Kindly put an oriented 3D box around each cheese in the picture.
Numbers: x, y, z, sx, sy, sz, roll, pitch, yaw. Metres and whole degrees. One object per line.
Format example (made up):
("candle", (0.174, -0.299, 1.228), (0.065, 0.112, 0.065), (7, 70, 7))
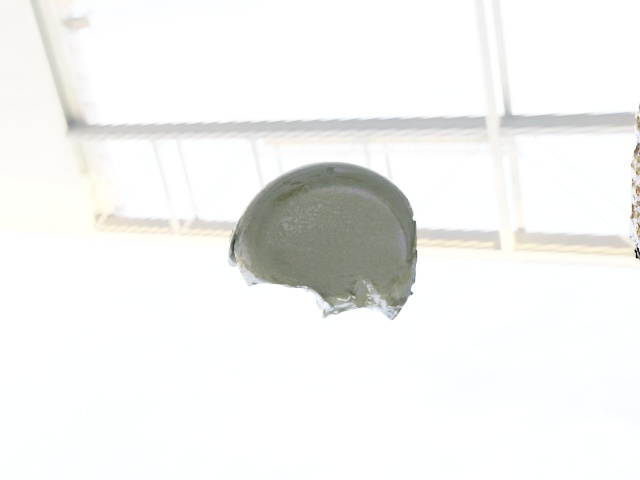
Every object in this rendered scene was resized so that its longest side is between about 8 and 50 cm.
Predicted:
("cheese", (0.000, 0.000, 1.091), (0.202, 0.175, 0.091), (1, 176, -7))

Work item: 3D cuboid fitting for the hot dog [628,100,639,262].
("hot dog", (0.287, -0.107, 0.786), (0.068, 0.289, 0.083), (16, -153, 35))
